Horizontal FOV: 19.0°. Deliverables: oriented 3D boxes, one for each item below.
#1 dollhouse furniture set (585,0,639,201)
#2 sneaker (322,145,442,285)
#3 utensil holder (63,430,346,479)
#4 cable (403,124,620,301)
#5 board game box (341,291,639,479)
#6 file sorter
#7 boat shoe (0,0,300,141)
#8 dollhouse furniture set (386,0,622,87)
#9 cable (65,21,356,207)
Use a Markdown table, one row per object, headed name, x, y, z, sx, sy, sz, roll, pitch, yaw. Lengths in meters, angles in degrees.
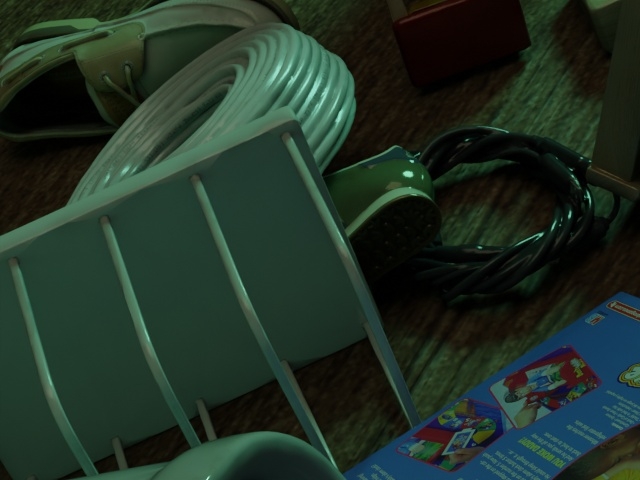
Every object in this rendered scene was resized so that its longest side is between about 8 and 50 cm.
| name | x | y | z | sx | sy | sz | roll | pitch | yaw |
| --- | --- | --- | --- | --- | --- | --- | --- | --- | --- |
| dollhouse furniture set | 0.314 | -0.081 | 1.246 | 0.242 | 0.161 | 0.212 | 27 | 37 | 29 |
| sneaker | 0.000 | 0.000 | 1.358 | 0.192 | 0.064 | 0.086 | -31 | 34 | 20 |
| utensil holder | -0.172 | 0.280 | 0.905 | 0.385 | 0.327 | 0.327 | -11 | 37 | 21 |
| cable | 0.116 | -0.021 | 1.369 | 0.150 | 0.047 | 0.184 | -40 | 40 | -13 |
| board game box | 0.158 | 0.149 | 0.997 | 0.233 | 0.078 | 0.347 | -32 | 18 | -10 |
| file sorter | -0.091 | 0.085 | 1.217 | 0.278 | 0.193 | 0.173 | -25 | 38 | -2 |
| boat shoe | -0.153 | -0.136 | 1.612 | 0.302 | 0.113 | 0.103 | -9 | 38 | 36 |
| dollhouse furniture set | 0.222 | -0.251 | 1.462 | 0.374 | 0.201 | 0.152 | -20 | 36 | 3 |
| cable | -0.084 | -0.054 | 1.410 | 0.257 | 0.089 | 0.257 | -53 | 20 | -26 |
